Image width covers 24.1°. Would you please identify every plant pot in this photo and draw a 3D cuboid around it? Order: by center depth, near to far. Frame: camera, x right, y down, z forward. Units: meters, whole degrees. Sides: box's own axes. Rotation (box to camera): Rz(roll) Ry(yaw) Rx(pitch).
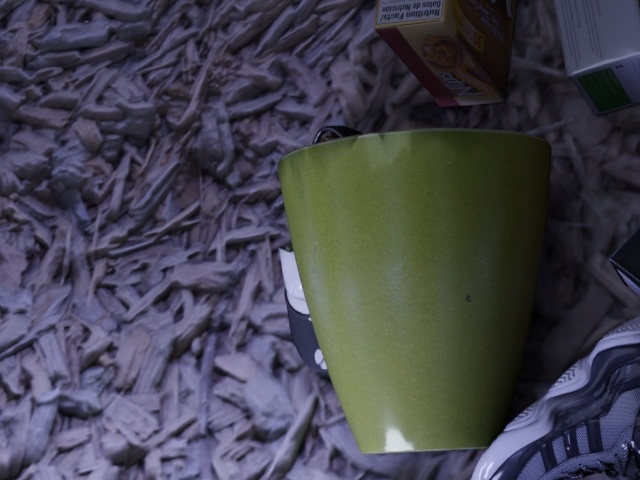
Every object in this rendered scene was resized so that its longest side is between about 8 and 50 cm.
[{"bbox_3d":[0.102,0.061,1.485,0.274,0.274,0.294,-7,81,26],"label":"plant pot"}]

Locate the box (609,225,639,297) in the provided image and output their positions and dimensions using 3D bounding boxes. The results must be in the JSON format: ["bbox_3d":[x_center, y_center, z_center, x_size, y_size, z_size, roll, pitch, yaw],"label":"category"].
[{"bbox_3d":[0.474,-0.009,1.401,0.322,0.079,0.257,-46,53,2],"label":"box"}]

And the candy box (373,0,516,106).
[{"bbox_3d":[0.152,-0.329,1.660,0.087,0.183,0.317,-3,66,28],"label":"candy box"}]

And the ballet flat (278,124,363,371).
[{"bbox_3d":[0.000,0.000,1.644,0.095,0.096,0.281,-6,65,28],"label":"ballet flat"}]

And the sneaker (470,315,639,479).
[{"bbox_3d":[0.265,0.203,1.401,0.268,0.101,0.153,-47,63,13],"label":"sneaker"}]

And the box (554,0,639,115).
[{"bbox_3d":[0.305,-0.203,1.568,0.087,0.101,0.102,-17,62,21],"label":"box"}]
